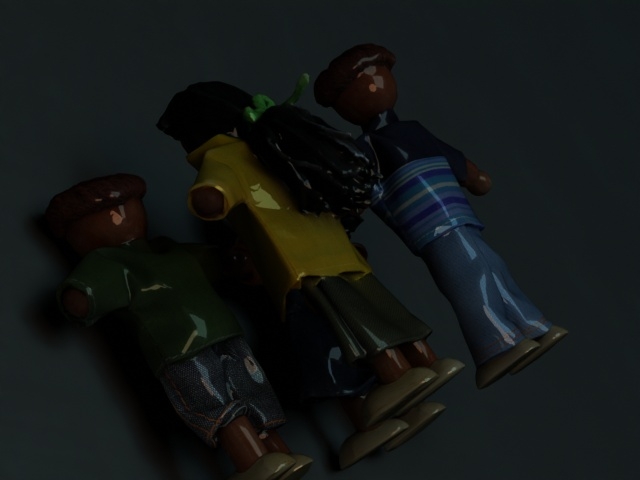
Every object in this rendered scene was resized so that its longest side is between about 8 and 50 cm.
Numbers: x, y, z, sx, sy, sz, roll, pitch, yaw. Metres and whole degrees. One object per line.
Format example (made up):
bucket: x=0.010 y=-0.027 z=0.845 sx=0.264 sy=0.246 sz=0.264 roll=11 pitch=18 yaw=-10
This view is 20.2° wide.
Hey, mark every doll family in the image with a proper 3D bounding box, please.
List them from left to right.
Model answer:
doll family: x=0.000 y=0.000 z=0.499 sx=0.111 sy=0.076 sz=0.193 roll=55 pitch=18 yaw=13
